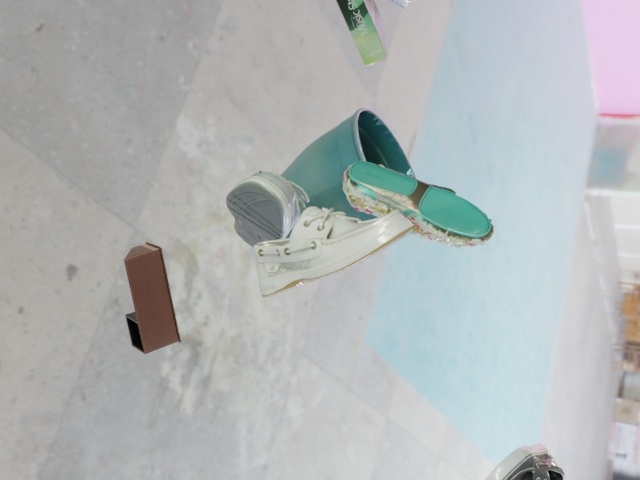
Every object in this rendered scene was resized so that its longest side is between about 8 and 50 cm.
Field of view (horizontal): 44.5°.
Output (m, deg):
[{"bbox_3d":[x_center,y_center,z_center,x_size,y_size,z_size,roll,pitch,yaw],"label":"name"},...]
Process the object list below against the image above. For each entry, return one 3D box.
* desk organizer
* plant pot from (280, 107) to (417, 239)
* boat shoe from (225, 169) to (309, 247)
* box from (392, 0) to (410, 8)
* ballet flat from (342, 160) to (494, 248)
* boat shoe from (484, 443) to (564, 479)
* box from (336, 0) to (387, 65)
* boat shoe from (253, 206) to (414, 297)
[{"bbox_3d":[-0.220,0.073,0.987,0.050,0.047,0.130,-19,109,-32],"label":"desk organizer"},{"bbox_3d":[0.037,-0.091,1.583,0.271,0.255,0.272,45,31,-38],"label":"plant pot"},{"bbox_3d":[-0.083,-0.056,1.325,0.103,0.118,0.320,-53,174,-15],"label":"boat shoe"},{"bbox_3d":[0.208,-0.670,1.948,0.126,0.072,0.137,-56,164,2],"label":"box"},{"bbox_3d":[0.140,-0.045,1.145,0.091,0.241,0.077,-48,155,-31],"label":"ballet flat"},{"bbox_3d":[0.331,0.379,1.242,0.080,0.076,0.228,-52,150,12],"label":"boat shoe"},{"bbox_3d":[0.053,-0.548,1.634,0.322,0.058,0.232,60,17,-26],"label":"box"},{"bbox_3d":[0.000,0.000,1.056,0.098,0.277,0.096,-21,89,-49],"label":"boat shoe"}]
